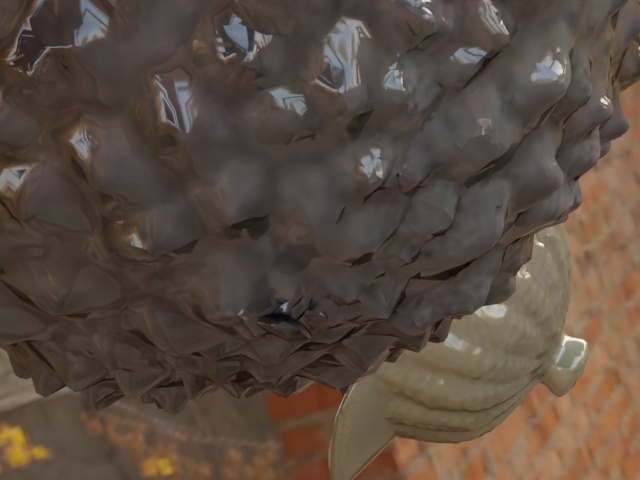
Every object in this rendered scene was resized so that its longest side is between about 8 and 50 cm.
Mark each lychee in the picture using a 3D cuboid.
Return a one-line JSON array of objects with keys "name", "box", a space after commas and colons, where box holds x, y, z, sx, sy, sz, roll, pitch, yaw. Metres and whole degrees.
[{"name": "lychee", "box": [-0.038, -0.089, 0.462, 0.300, 0.300, 0.300, -19, 5, 2]}]

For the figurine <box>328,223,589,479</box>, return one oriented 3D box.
[{"name": "figurine", "box": [0.016, -0.023, 0.985, 0.204, 0.332, 0.185, -30, 5, 25]}]
